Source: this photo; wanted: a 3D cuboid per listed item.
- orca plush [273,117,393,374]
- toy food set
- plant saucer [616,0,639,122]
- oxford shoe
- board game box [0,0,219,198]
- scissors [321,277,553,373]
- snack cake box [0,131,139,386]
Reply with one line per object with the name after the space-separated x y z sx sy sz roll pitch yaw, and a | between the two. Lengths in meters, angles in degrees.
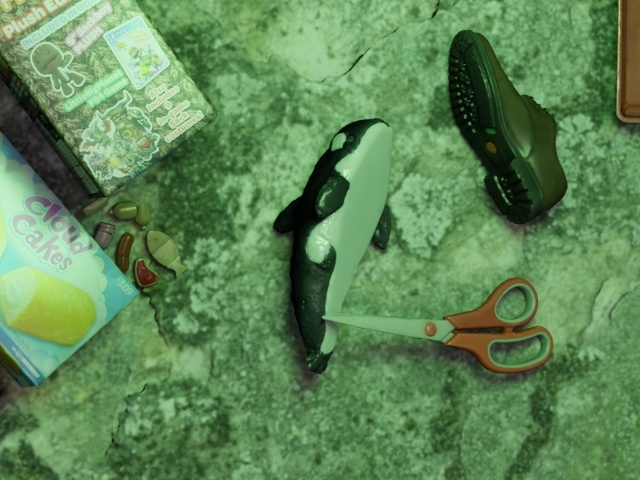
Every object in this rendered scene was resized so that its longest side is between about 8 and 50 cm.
0.000 0.000 1.793 0.151 0.102 0.287 -8 108 -55 | orca plush
-0.209 0.001 1.768 0.078 0.019 0.122 -33 105 -8 | toy food set
0.464 -0.263 1.880 0.259 0.048 0.259 1 91 -11 | plant saucer
0.214 -0.139 1.827 0.096 0.083 0.227 -26 97 -29 | oxford shoe
-0.258 -0.199 1.643 0.141 0.232 0.291 -37 98 -9 | board game box
0.138 0.110 1.795 0.297 0.021 0.109 -8 91 -30 | scissors
-0.337 0.008 1.689 0.152 0.089 0.264 -43 100 -19 | snack cake box
